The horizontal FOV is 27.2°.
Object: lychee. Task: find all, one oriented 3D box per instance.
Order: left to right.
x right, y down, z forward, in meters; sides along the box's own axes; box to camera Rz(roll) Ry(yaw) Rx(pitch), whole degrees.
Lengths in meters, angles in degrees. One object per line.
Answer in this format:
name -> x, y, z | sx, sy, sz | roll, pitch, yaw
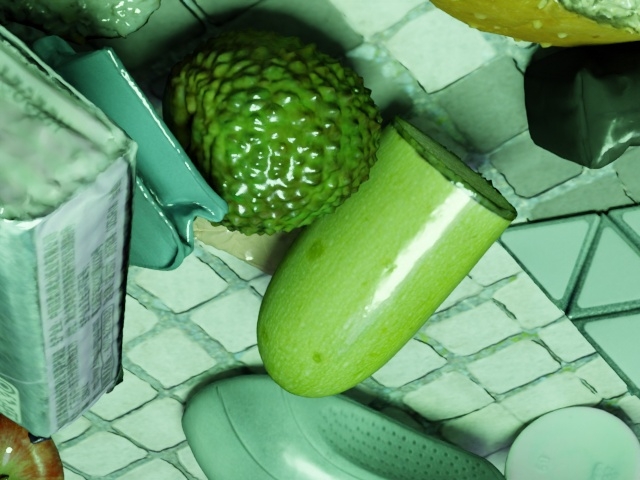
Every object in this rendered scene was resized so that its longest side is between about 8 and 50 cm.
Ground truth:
lychee -> -0.032, -0.080, 0.984 | 0.171, 0.171, 0.171 | -4, 138, -3

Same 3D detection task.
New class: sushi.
sushi -> -0.180, -0.190, 0.894 | 0.150, 0.078, 0.090 | 6, 131, -12

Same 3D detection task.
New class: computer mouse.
computer mouse -> 0.028, 0.256, 1.359 | 0.371, 0.122, 0.188 | 21, 142, -19

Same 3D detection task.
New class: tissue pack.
tissue pack -> -0.249, -0.023, 0.899 | 0.259, 0.122, 0.361 | 38, 151, 12

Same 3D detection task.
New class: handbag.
handbag -> -0.182, -0.065, 0.936 | 0.229, 0.062, 0.179 | 7, 140, 49
handbag -> 0.269, -0.114, 0.951 | 0.223, 0.247, 0.080 | -11, 98, 1

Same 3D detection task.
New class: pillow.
pillow -> 0.000, 0.000, 1.162 | 0.232, 0.043, 0.126 | 29, 122, -30

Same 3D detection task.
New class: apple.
apple -> -0.331, 0.245, 1.317 | 0.146, 0.146, 0.131 | 13, 158, -21

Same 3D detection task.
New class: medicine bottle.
medicine bottle -> 0.307, 0.311, 1.467 | 0.152, 0.152, 0.254 | -18, 138, 12

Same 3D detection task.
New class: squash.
squash -> 0.037, 0.031, 1.077 | 0.132, 0.132, 0.247 | 28, 108, -33

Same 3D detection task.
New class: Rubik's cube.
Rubik's cube -> 0.327, 0.076, 1.211 | 0.228, 0.233, 0.229 | -22, -163, -41

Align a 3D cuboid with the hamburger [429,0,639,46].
hamburger -> 0.150, -0.198, 0.870 | 0.283, 0.144, 0.156 | 13, 166, -33
